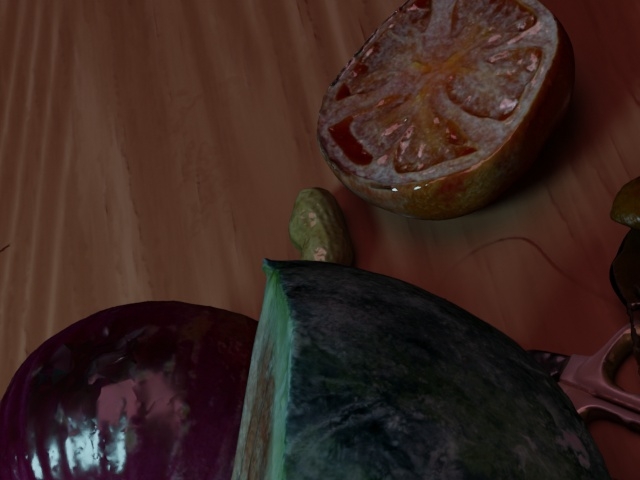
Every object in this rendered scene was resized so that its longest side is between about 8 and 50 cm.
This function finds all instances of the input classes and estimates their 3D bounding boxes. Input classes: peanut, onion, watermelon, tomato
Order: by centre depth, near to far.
[{"bbox_3d":[0.035,0.183,0.810,0.387,0.228,0.258,-106,36,-54],"label":"watermelon"},{"bbox_3d":[-0.108,0.156,0.962,0.256,0.230,0.272,-30,40,7],"label":"onion"},{"bbox_3d":[0.116,-0.117,1.127,0.237,0.095,0.237,-17,52,23],"label":"tomato"},{"bbox_3d":[0.000,0.000,1.137,0.054,0.054,0.113,-23,48,14],"label":"peanut"}]

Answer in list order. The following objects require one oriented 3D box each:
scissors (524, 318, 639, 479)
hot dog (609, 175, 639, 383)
[{"bbox_3d":[0.178,0.107,0.967,0.317,0.024,0.160,19,68,39],"label":"scissors"},{"bbox_3d":[0.300,0.013,0.850,0.194,0.107,0.326,-39,35,-25],"label":"hot dog"}]
